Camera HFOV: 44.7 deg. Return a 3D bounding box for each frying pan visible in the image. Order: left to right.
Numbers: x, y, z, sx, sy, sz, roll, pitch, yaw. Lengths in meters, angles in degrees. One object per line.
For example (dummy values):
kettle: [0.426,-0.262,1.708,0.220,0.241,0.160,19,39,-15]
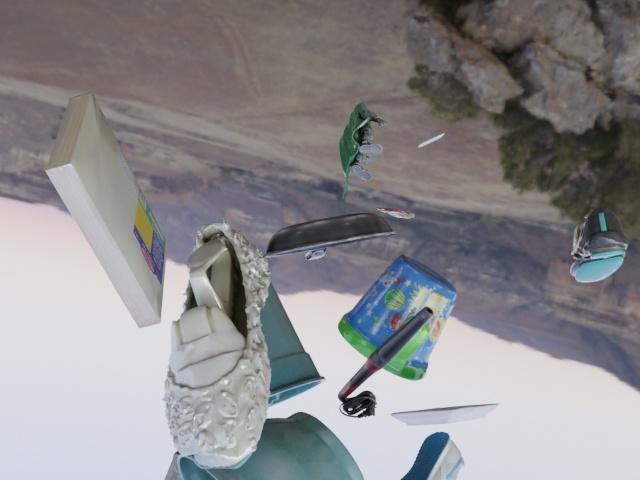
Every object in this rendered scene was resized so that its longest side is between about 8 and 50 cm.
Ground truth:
frying pan: [0.028,-0.005,1.191,0.197,0.053,0.326,-11,179,14]

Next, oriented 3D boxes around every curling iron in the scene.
curling iron: [0.105,0.195,1.241,0.068,0.274,0.035,25,-145,-7]

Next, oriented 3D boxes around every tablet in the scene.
tablet: [0.220,-0.199,1.551,0.054,0.006,0.083,-25,-178,7]

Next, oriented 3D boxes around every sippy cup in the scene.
sippy cup: [0.193,0.165,1.794,0.240,0.224,0.305,22,-166,-41]

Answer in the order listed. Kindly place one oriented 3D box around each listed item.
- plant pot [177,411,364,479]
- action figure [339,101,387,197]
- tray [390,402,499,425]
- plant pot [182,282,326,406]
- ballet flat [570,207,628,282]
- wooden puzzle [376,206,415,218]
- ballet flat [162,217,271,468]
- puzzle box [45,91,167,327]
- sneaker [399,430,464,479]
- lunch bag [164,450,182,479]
plant pot: [-0.054,0.389,1.197,0.196,0.293,0.293,-35,-153,-28]
action figure: [0.068,-0.175,1.310,0.063,0.137,0.232,18,-154,-8]
tray: [0.266,0.364,1.628,0.145,0.030,0.270,-10,167,29]
plant pot: [-0.203,0.284,2.103,0.341,0.334,0.341,-21,167,-5]
ballet flat: [0.504,0.005,1.408,0.095,0.096,0.280,-8,165,8]
wooden puzzle: [0.155,-0.055,1.569,0.049,0.006,0.083,20,172,-40]
ballet flat: [-0.146,0.111,1.031,0.146,0.147,0.409,14,-148,-13]
puzzle box: [-0.410,-0.056,1.557,0.052,0.409,0.272,-15,-142,4]
sneaker: [0.212,0.497,1.554,0.092,0.229,0.087,52,153,-21]
lunch bag: [-0.232,0.567,1.907,0.235,0.169,0.287,22,-172,4]
